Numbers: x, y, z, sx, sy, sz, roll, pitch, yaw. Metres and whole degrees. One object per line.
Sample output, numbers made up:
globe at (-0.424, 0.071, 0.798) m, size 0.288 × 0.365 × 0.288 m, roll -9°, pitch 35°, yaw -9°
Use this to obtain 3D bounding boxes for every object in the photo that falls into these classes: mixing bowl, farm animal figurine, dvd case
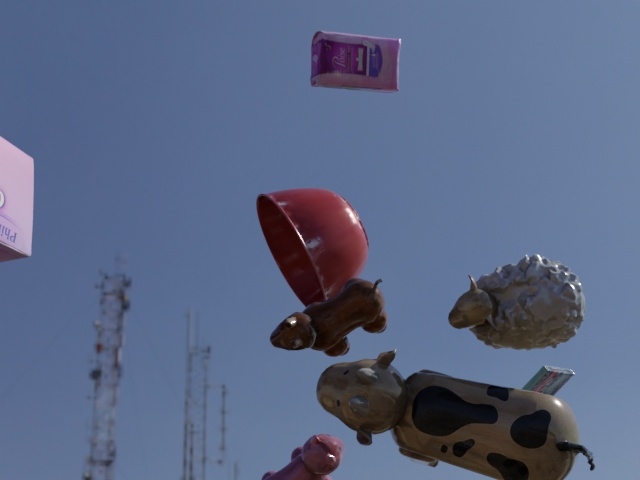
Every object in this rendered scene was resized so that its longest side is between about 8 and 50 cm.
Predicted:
mixing bowl at (0.000, 0.000, 1.362) m, size 0.098 × 0.181 × 0.181 m, roll -27°, pitch -20°, yaw -16°
farm animal figurine at (0.080, 0.179, 0.912) m, size 0.326 × 0.330 × 0.172 m, roll -5°, pitch -15°, yaw 11°
dvd case at (0.333, 0.226, 1.552) m, size 0.087 × 0.013 × 0.119 m, roll -51°, pitch -32°, yaw 16°

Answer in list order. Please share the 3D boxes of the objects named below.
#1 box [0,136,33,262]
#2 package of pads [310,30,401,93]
box at (-0.446, -0.048, 1.009) m, size 0.243 × 0.117 × 0.213 m, roll -10°, pitch -21°, yaw 16°
package of pads at (0.033, -0.166, 0.957) m, size 0.083 × 0.050 × 0.032 m, roll 3°, pitch -3°, yaw -17°
